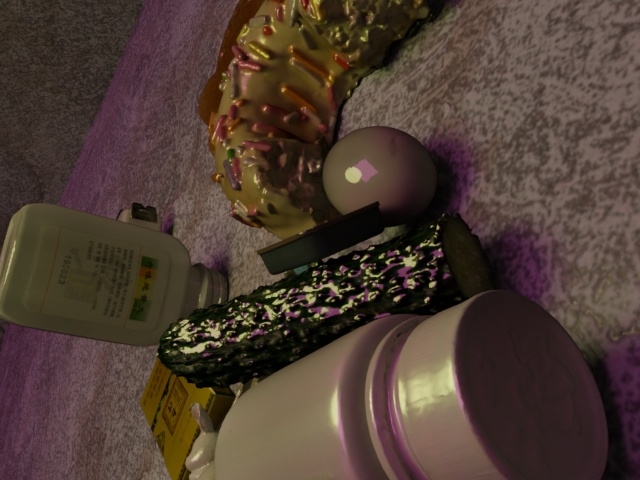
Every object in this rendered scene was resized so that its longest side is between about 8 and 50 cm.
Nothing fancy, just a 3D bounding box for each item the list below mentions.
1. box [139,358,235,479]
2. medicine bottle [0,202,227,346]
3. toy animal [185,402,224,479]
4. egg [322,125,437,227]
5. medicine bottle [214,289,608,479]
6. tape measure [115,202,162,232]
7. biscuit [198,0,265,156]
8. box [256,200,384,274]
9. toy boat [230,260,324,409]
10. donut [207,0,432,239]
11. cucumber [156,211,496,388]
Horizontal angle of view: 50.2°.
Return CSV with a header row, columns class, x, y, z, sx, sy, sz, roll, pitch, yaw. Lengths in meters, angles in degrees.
class,x,y,z,sx,sy,sz,roll,pitch,yaw
box,-0.215,0.250,1.067,0.279,0.041,0.153,30,99,61
medicine bottle,-0.308,0.064,1.034,0.124,0.324,0.179,-14,65,58
toy animal,-0.138,0.284,0.876,0.085,0.071,0.124,-61,30,21
egg,0.060,-0.064,0.695,0.135,0.103,0.103,18,90,55
medicine bottle,0.051,0.149,0.519,0.293,0.170,0.170,-38,43,46
tape measure,-0.406,0.069,1.426,0.236,0.120,0.197,-49,38,43
biscuit,-0.135,-0.288,1.213,0.287,0.057,0.343,-34,47,48
box,0.000,0.000,0.648,0.126,0.091,0.031,-20,92,61
toy boat,-0.031,0.140,0.768,0.111,0.084,0.276,28,102,59
donut,-0.025,-0.192,0.868,0.307,0.150,0.370,37,107,60
cucumber,-0.019,0.076,0.647,0.360,0.096,0.096,-23,52,29
